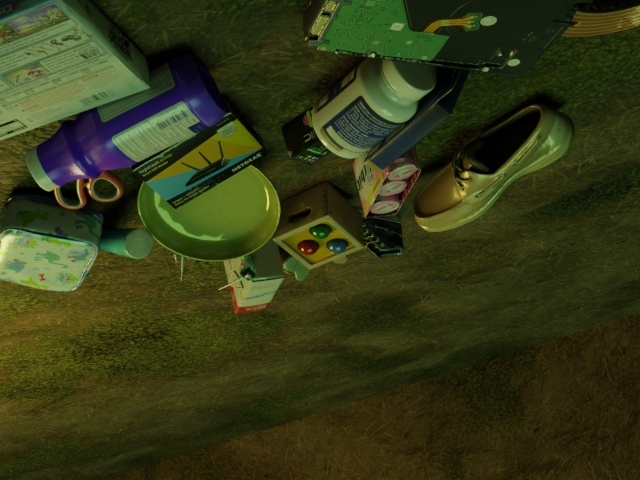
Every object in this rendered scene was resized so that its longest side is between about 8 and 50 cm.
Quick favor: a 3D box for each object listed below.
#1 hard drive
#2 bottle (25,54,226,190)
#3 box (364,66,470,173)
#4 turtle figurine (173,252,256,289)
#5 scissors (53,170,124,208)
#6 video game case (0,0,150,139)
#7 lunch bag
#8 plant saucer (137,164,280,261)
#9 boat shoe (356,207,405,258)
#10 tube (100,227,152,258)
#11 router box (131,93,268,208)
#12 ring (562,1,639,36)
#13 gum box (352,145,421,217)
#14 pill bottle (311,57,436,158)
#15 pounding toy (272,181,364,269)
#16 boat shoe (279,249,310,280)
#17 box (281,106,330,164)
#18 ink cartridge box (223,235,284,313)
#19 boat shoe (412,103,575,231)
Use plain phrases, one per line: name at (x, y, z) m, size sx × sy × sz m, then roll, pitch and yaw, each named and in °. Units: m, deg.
hard drive at (0.170, -0.318, 1.379) m, size 0.339 × 0.064 × 0.237 m, roll 2°, pitch 155°, yaw -18°
bottle at (-0.278, -0.159, 1.486) m, size 0.283 × 0.092 × 0.118 m, roll -26°, pitch 160°, yaw 8°
box at (0.161, -0.205, 1.613) m, size 0.036 × 0.136 × 0.225 m, roll 36°, pitch 140°, yaw -12°
turtle figurine at (-0.186, -0.006, 1.932) m, size 0.175 × 0.118 × 0.234 m, roll 13°, pitch 139°, yaw -27°
scissors at (-0.355, -0.141, 1.577) m, size 0.109 × 0.021 × 0.297 m, roll -3°, pitch 146°, yaw -9°
video game case at (-0.394, -0.228, 1.346) m, size 0.270 × 0.061 × 0.244 m, roll -17°, pitch 159°, yaw 12°
lunch bag at (-0.474, 0.008, 1.816) m, size 0.176 × 0.090 × 0.219 m, roll 13°, pitch 149°, yaw -19°
plant saucer at (-0.187, -0.064, 1.786) m, size 0.241 × 0.037 × 0.241 m, roll 0°, pitch 131°, yaw 0°
boat shoe at (0.095, -0.013, 2.113) m, size 0.183 × 0.083 × 0.065 m, roll 3°, pitch 154°, yaw -34°
tube at (-0.368, 0.001, 1.875) m, size 0.080 × 0.052 × 0.207 m, roll 12°, pitch 175°, yaw -36°
router box at (-0.190, -0.135, 1.636) m, size 0.179 × 0.046 × 0.133 m, roll -30°, pitch 146°, yaw 9°
ring at (0.429, -0.386, 1.439) m, size 0.337 × 0.032 × 0.336 m, roll -10°, pitch 158°, yaw -4°
gum box at (0.113, -0.128, 1.804) m, size 0.062 × 0.107 × 0.188 m, roll -7°, pitch 158°, yaw -14°
pill bottle at (0.082, -0.212, 1.573) m, size 0.112 × 0.112 × 0.187 m, roll 5°, pitch 153°, yaw -37°
pounding toy at (-0.005, 0.006, 2.021) m, size 0.181 × 0.094 × 0.206 m, roll -23°, pitch 139°, yaw 26°
boat shoe at (-0.061, 0.051, 2.249) m, size 0.043 × 0.049 × 0.137 m, roll 26°, pitch 177°, yaw 26°
box at (-0.012, -0.169, 1.696) m, size 0.083 × 0.062 × 0.052 m, roll -29°, pitch 154°, yaw 36°
ink cartridge box at (-0.134, 0.054, 2.096) m, size 0.072 × 0.127 × 0.175 m, roll -6°, pitch 158°, yaw -19°
boat shoe at (0.284, -0.137, 1.880) m, size 0.341 × 0.121 × 0.110 m, roll -37°, pitch 144°, yaw 28°
